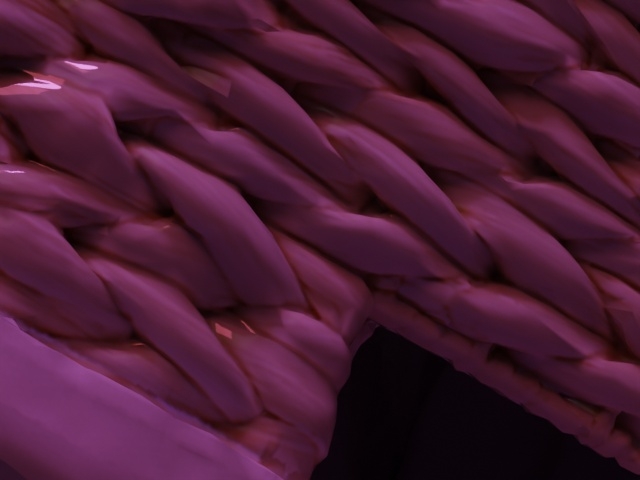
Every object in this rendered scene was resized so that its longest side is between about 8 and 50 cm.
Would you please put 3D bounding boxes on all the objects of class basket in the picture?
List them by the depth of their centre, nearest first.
[{"bbox_3d":[0.000,0.000,0.543,0.328,0.266,0.331,31,-19,-21],"label":"basket"}]
